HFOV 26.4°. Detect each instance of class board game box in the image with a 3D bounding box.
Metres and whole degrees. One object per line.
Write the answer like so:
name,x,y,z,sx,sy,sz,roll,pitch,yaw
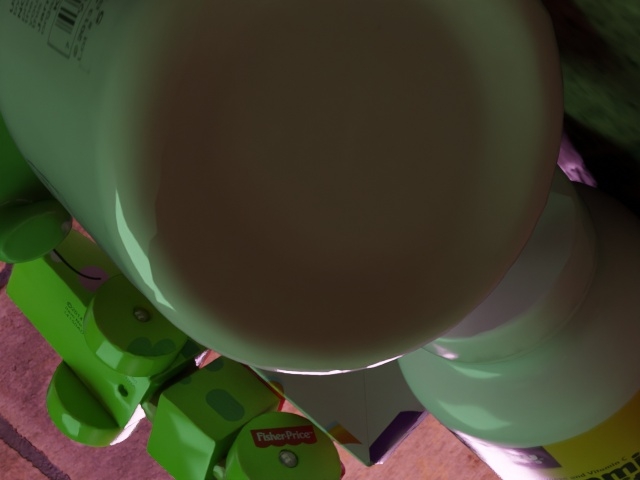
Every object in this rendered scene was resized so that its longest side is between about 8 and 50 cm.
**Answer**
board game box,0.026,0.035,0.804,0.144,0.142,0.275,41,176,9

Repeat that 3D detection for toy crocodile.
toy crocodile,-0.073,0.109,0.863,0.340,0.105,0.115,42,135,16

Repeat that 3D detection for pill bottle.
pill bottle,0.089,0.040,0.515,0.103,0.103,0.184,38,176,39
pill bottle,-0.035,-0.056,0.441,0.131,0.131,0.229,43,176,-29

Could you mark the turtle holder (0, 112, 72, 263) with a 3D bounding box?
turtle holder,-0.233,-0.097,0.843,0.227,0.243,0.320,-100,4,-63
